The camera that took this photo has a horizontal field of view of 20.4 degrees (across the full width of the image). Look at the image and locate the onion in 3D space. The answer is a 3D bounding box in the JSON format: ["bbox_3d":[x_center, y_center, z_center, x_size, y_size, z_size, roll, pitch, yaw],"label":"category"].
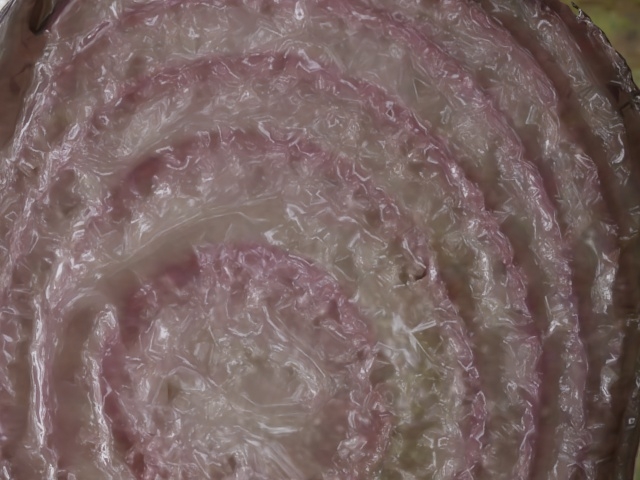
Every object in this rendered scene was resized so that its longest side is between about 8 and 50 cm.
[{"bbox_3d":[0.000,0.000,0.607,0.111,0.250,0.248,-39,-37,-66],"label":"onion"}]
